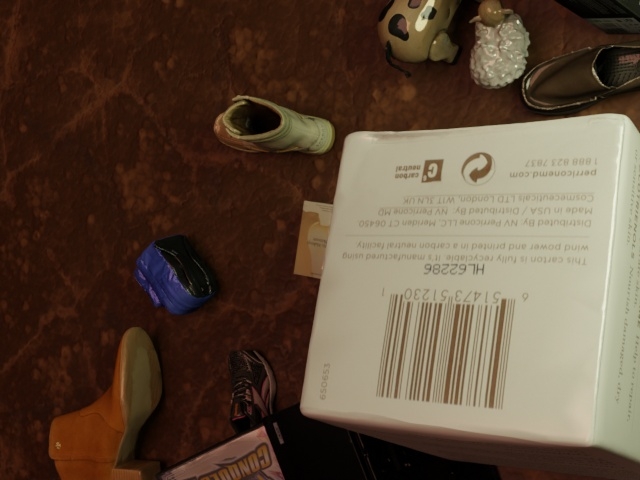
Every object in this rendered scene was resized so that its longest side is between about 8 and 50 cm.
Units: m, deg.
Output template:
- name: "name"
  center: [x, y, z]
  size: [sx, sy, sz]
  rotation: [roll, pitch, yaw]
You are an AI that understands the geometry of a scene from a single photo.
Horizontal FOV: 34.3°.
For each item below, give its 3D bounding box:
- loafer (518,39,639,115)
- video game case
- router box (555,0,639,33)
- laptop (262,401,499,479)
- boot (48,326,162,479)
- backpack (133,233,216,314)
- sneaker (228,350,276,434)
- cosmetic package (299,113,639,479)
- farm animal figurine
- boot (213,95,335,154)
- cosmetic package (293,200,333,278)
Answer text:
- name: "loafer"
  center: [0.356, -0.222, 1.347]
  size: [0.220, 0.078, 0.080]
  rotation: [-14, 80, 30]
- name: "video game case"
  center: [-0.079, 0.406, 1.546]
  size: [0.274, 0.035, 0.248]
  rotation: [-28, 86, 15]
- name: "router box"
  center: [0.340, -0.397, 1.232]
  size: [0.081, 0.308, 0.243]
  rotation: [7, 92, 35]
- name: "laptop"
  center: [0.086, 0.309, 1.467]
  size: [0.264, 0.136, 0.234]
  rotation: [-20, 82, -12]
- name: "boot"
  center: [-0.375, 0.295, 1.754]
  size: [0.211, 0.104, 0.295]
  rotation: [-4, 90, 31]
- name: "backpack"
  center: [-0.234, 0.064, 1.687]
  size: [0.120, 0.098, 0.101]
  rotation: [50, 122, 10]
- name: "sneaker"
  center: [-0.110, 0.254, 1.608]
  size: [0.072, 0.077, 0.178]
  rotation: [-26, 74, 27]
- name: "cosmetic package"
  center: [0.230, 0.086, 1.189]
  size: [0.329, 0.393, 0.328]
  rotation: [0, 73, 32]
- name: "farm animal figurine"
  center: [0.148, -0.390, 1.428]
  size: [0.330, 0.172, 0.327]
  rotation: [14, 95, 31]
- name: "boot"
  center: [-0.106, -0.177, 1.576]
  size: [0.213, 0.165, 0.077]
  rotation: [9, 92, 30]
- name: "cosmetic package"
  center: [0.000, 0.000, 1.575]
  size: [0.060, 0.041, 0.115]
  rotation: [8, 92, 31]
